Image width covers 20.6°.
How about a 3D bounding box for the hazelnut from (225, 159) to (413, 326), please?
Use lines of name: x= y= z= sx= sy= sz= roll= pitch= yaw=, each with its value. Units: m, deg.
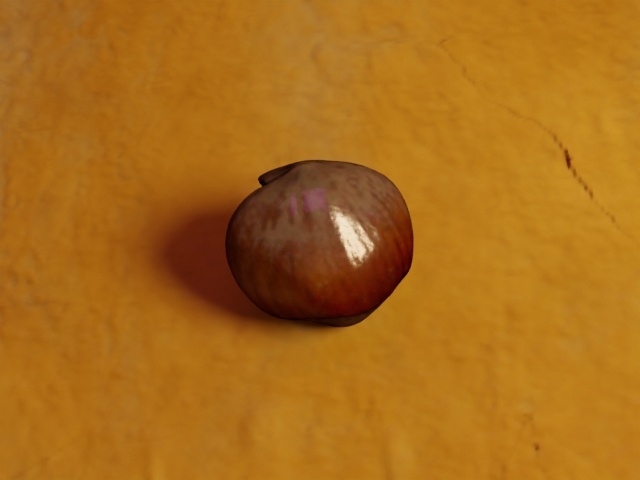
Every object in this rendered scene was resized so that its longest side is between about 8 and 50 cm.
hazelnut: x=0.000 y=0.000 z=0.811 sx=0.086 sy=0.086 sz=0.086 roll=-4 pitch=52 yaw=5
